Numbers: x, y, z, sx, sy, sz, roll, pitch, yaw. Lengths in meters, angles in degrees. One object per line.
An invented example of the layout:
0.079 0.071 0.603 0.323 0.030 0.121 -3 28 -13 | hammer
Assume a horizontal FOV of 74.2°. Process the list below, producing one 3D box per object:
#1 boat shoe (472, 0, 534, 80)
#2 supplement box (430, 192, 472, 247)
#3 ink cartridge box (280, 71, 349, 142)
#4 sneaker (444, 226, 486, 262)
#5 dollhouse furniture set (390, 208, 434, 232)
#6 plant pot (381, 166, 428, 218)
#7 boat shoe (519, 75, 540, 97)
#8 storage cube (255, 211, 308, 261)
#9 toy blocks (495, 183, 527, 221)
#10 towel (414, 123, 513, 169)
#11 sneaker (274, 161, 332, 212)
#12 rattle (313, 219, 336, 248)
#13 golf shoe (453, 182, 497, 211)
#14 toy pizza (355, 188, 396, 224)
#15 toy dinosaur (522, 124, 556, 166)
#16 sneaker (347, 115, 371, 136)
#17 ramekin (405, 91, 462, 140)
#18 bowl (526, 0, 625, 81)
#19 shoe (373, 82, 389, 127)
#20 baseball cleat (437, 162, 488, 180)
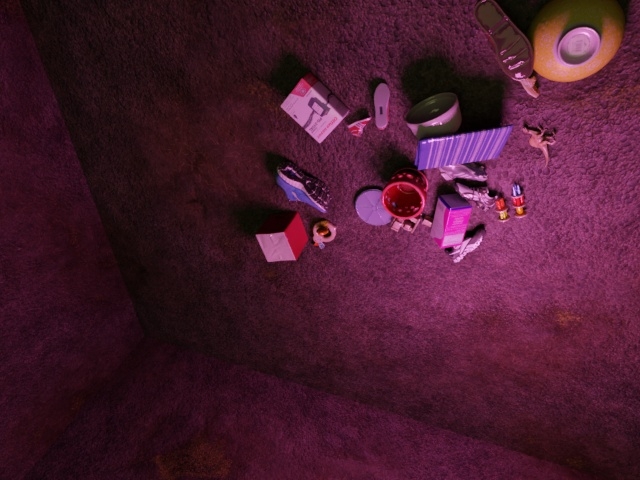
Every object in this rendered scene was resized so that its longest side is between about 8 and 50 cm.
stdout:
0.635 -0.695 1.439 0.111 0.104 0.307 -25 110 38 | boat shoe
0.583 -0.087 1.899 0.114 0.111 0.220 -7 129 -13 | supplement box
-0.023 -0.568 1.823 0.237 0.100 0.172 42 131 -10 | ink cartridge box
0.669 0.009 1.982 0.106 0.078 0.234 31 133 -5 | sneaker
0.426 -0.057 1.981 0.182 0.161 0.101 26 131 5 | dollhouse furniture set
0.377 -0.216 1.871 0.191 0.174 0.191 11 129 14 | plant pot
0.749 -0.574 1.521 0.135 0.050 0.045 43 135 -11 | boat shoe
-0.204 -0.019 2.260 0.183 0.193 0.215 -4 124 26 | storage cube
0.804 -0.162 1.801 0.123 0.054 0.148 -14 119 20 | toy blocks
0.540 -0.360 1.639 0.336 0.040 0.243 -8 163 7 | towel
-0.086 -0.248 2.100 0.330 0.130 0.147 38 145 -3 | sneaker
0.000 0.000 2.228 0.130 0.143 0.200 22 127 -18 | rattle
0.670 -0.210 1.827 0.198 0.077 0.094 29 120 -8 | golf shoe
0.268 -0.163 2.054 0.201 0.032 0.201 12 128 16 | toy pizza
0.858 -0.383 1.632 0.183 0.053 0.092 50 144 -8 | toy dinosaur
0.179 -0.492 1.833 0.118 0.042 0.067 -13 115 39 | sneaker
0.444 -0.468 1.638 0.207 0.207 0.109 -13 128 31 | ramekin
0.824 -0.643 1.368 0.289 0.156 0.289 12 130 15 | bowl
0.252 -0.550 1.747 0.063 0.081 0.178 1 97 8 | shoe
0.601 -0.291 1.801 0.206 0.072 0.109 28 145 8 | baseball cleat
